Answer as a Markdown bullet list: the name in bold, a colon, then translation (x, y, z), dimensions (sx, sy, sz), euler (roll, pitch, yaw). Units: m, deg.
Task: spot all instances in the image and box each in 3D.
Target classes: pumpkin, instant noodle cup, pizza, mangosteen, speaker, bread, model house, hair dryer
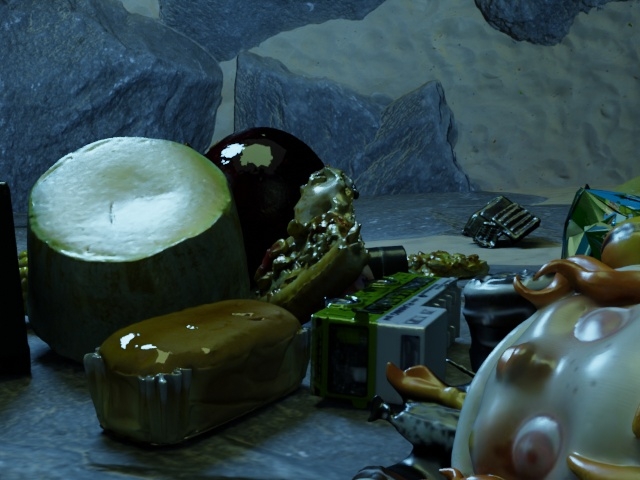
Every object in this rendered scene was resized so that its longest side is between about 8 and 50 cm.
- **pumpkin**: translation (-0.268, -0.007, 1.110), dimensions (0.332, 0.199, 0.332), euler (0, 35, 0)
- **instant noodle cup**: translation (0.360, 0.057, 0.844), dimensions (0.178, 0.240, 0.240), euler (7, 12, 26)
- **pizza**: translation (0.240, 0.047, 1.523), dimensions (0.174, 0.046, 0.134), euler (0, 9, 19)
- **mangosteen**: translation (-0.142, -0.056, 1.416), dimensions (0.346, 0.307, 0.307), euler (10, 11, 11)
- **speaker**: translation (-0.496, 0.049, 1.037), dimensions (0.184, 0.254, 0.232), euler (-8, 9, -28)
- **pizza**: translation (0.000, 0.000, 1.109), dimensions (0.074, 0.288, 0.251), euler (29, -16, -23)
- **bread**: translation (-0.125, 0.133, 0.854), dimensions (0.136, 0.107, 0.241), euler (7, 13, 38)
- **model house**: translation (0.441, -0.027, 1.859), dimensions (0.165, 0.106, 0.152), euler (-39, 25, -2)
- **hair dryer**: translation (0.089, 0.047, 1.541), dimensions (0.124, 0.072, 0.219), euler (-4, 2, -7)

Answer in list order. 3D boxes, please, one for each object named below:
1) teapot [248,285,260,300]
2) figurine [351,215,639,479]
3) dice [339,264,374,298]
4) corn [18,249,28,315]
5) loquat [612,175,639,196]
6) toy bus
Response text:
- **teapot**: translation (-0.115, 0.103, 1.283), dimensions (0.042, 0.043, 0.110), euler (1, 11, 24)
- **figurine**: translation (0.178, 0.129, 0.471), dimensions (0.320, 0.196, 0.323), euler (-54, 23, -21)
- **dice**: translation (0.028, 0.079, 1.205), dimensions (0.091, 0.094, 0.093), euler (-5, 10, -22)
- **corn**: translation (-0.361, 0.074, 1.264), dimensions (0.346, 0.130, 0.130), euler (5, 10, 16)
- **loquat**: translation (0.465, 0.020, 1.040), dimensions (0.243, 0.244, 0.244), euler (-3, 8, 0)
- **toy bus**: translation (0.096, 0.108, 0.951), dimensions (0.139, 0.113, 0.301), euler (5, 9, 23)
